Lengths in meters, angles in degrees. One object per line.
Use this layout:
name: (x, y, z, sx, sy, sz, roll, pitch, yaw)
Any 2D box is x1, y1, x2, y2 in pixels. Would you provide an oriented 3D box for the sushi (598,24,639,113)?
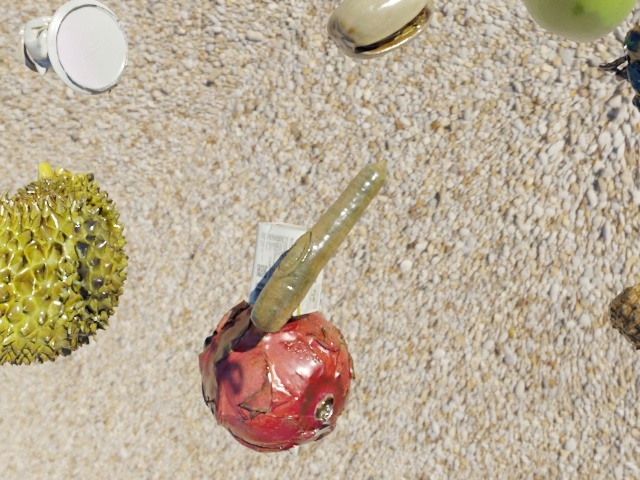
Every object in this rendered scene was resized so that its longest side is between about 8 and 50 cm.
sushi: (0.441, -0.161, 0.718, 0.140, 0.149, 0.287, -40, 45, 2)

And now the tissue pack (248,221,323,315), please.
tissue pack: (-0.055, 0.047, 1.205, 0.106, 0.099, 0.148, 12, 97, 30)

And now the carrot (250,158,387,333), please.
carrot: (0.001, 0.001, 1.083, 0.070, 0.070, 0.342, 36, 88, 13)

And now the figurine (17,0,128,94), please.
figurine: (-0.368, -0.273, 0.968, 0.154, 0.132, 0.132, 11, 108, 36)

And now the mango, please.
mango: (0.412, -0.406, 1.059, 0.192, 0.343, 0.156, -33, 66, 15)

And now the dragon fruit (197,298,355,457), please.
dragon fruit: (-0.085, 0.252, 1.305, 0.302, 0.296, 0.295, 24, 115, 49)

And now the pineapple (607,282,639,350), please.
pineapple: (0.660, 0.200, 1.281, 0.128, 0.128, 0.248, -45, 54, 28)

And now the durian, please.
durian: (-0.383, 0.039, 0.955, 0.258, 0.293, 0.258, 0, 127, -1)

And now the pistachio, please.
pistachio: (0.113, -0.415, 1.251, 0.206, 0.129, 0.131, -28, 68, -4)
